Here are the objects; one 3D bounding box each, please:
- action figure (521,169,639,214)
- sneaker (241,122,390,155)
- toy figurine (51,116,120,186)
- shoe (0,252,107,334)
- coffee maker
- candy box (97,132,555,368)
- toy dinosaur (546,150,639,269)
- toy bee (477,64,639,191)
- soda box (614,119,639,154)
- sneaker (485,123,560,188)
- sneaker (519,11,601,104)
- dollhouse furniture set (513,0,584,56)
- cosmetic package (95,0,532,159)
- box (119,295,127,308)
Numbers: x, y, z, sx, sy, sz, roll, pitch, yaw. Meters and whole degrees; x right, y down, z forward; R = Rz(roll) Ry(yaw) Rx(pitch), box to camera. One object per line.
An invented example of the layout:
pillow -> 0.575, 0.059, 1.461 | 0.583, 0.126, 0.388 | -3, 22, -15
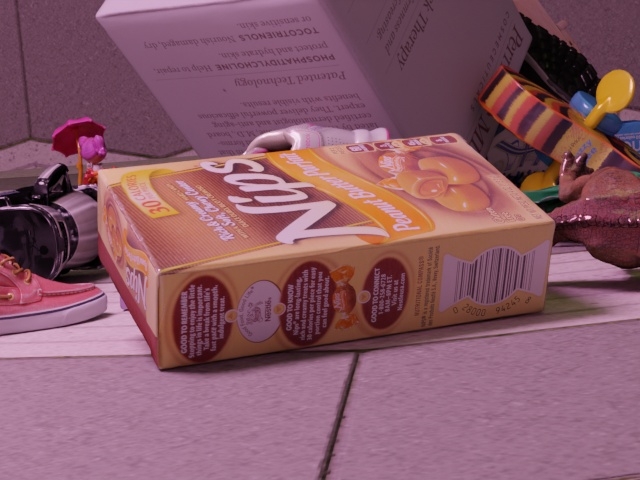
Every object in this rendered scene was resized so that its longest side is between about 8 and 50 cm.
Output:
action figure -> 0.266, -0.038, 1.581 | 0.137, 0.063, 0.232 | -11, -1, -27
sneaker -> -0.041, -0.049, 1.461 | 0.111, 0.103, 0.252 | 17, -34, -27
toy figurine -> -0.334, -0.097, 2.197 | 0.130, 0.159, 0.173 | -10, 9, -34
shoe -> -0.271, 0.037, 1.329 | 0.178, 0.081, 0.063 | -8, 8, -28
coffee maker -> -0.321, 0.006, 1.599 | 0.171, 0.120, 0.178 | -27, 0, 14
candy box -> 0.000, 0.000, 1.197 | 0.317, 0.087, 0.183 | -7, 28, -20
toy dinosaur -> 0.282, -0.017, 1.262 | 0.296, 0.127, 0.200 | -9, 12, 14
toy bee -> 0.341, -0.113, 1.853 | 0.298, 0.195, 0.162 | 5, 28, -17
soda box -> 0.427, -0.153, 2.498 | 0.210, 0.071, 0.067 | -6, 6, -11
sneaker -> 0.296, -0.119, 2.154 | 0.296, 0.131, 0.112 | -35, 0, -26
sneaker -> 0.264, -0.233, 2.105 | 0.107, 0.283, 0.124 | -45, -7, -50
dollhouse furniture set -> 0.208, -0.244, 2.332 | 0.303, 0.173, 0.355 | -36, 1, 0
cosmetic package -> 0.007, -0.262, 1.891 | 0.327, 0.393, 0.329 | -1, 51, 35
box -> -0.022, 0.018, 1.387 | 0.324, 0.067, 0.063 | -3, 7, 8
